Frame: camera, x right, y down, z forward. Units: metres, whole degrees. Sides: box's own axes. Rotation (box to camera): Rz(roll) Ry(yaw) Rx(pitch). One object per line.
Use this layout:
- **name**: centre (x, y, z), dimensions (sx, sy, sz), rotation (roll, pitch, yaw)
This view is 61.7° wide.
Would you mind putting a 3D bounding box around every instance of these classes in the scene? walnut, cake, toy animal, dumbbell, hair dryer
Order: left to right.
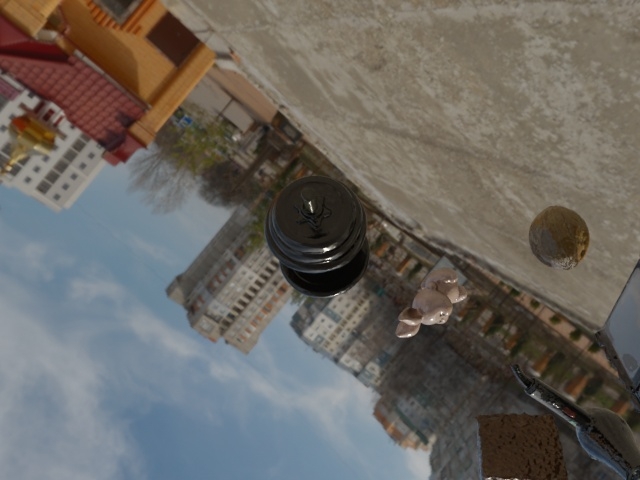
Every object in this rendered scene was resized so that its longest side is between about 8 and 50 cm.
- **dumbbell**: centre (0.000, 0.000, 0.539), dimensions (0.099, 0.099, 0.208), rotation (39, 167, 19)
- **toy animal**: centre (0.277, 0.171, 1.334), dimensions (0.124, 0.212, 0.124), rotation (28, 147, 20)
- **cake**: centre (0.327, 0.378, 0.895), dimensions (0.134, 0.135, 0.147), rotation (-74, -19, -52)
- **walnut**: centre (0.448, -0.004, 1.007), dimensions (0.105, 0.105, 0.124), rotation (41, -148, -82)
- **hair dryer**: centre (0.440, 0.314, 0.949), dimensions (0.271, 0.091, 0.235), rotation (32, -171, 4)

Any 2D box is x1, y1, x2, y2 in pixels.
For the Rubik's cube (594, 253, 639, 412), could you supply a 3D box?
- **Rubik's cube**: centre (0.610, 0.121, 0.683), dimensions (0.318, 0.313, 0.316), rotation (11, -152, 0)
